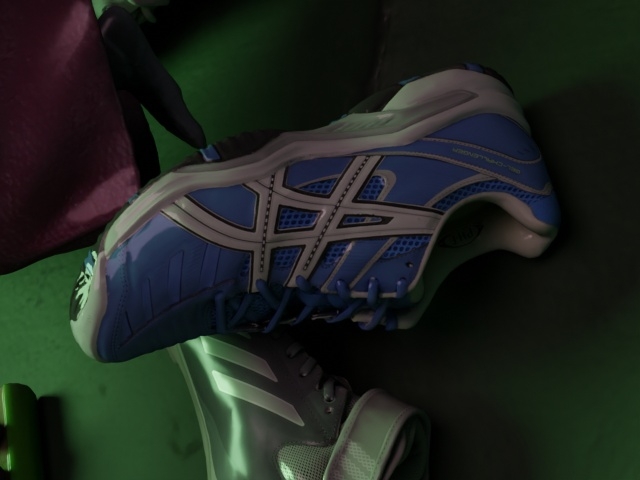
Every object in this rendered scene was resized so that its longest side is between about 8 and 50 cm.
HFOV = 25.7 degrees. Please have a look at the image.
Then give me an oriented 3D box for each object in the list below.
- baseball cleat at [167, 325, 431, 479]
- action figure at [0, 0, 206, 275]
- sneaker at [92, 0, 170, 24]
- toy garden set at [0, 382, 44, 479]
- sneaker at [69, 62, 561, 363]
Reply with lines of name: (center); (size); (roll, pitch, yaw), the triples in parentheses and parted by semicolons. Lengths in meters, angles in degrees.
baseball cleat: (-0.010, 0.067, 0.609); (0.109, 0.072, 0.206); (-21, 59, 13)
action figure: (-0.250, -0.026, 0.638); (0.370, 0.276, 0.248); (-29, 51, -6)
sneaker: (-0.124, -0.140, 0.788); (0.258, 0.094, 0.091); (-4, 88, 42)
toy garden set: (-0.255, 0.184, 0.688); (0.244, 0.049, 0.204); (-15, 57, 3)
sneaker: (0.000, 0.000, 0.568); (0.211, 0.080, 0.081); (-25, 60, -8)
